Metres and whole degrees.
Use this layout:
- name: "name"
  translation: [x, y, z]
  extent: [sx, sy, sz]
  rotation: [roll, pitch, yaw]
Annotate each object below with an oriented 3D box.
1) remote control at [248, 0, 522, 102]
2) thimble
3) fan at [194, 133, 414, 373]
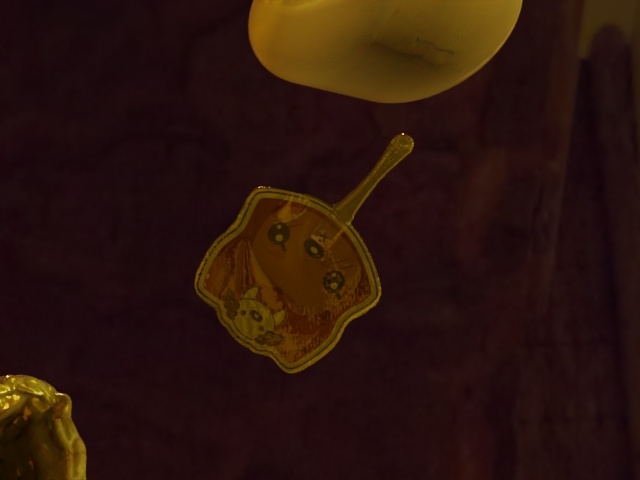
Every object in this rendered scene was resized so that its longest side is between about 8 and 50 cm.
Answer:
- name: "remote control"
  translation: [0.071, -0.230, 1.503]
  extent: [0.332, 0.221, 0.103]
  rotation: [9, -132, -46]
- name: "thimble"
  translation: [-0.257, 0.187, 1.087]
  extent: [0.137, 0.143, 0.190]
  rotation: [39, -139, -14]
- name: "fan"
  translation: [0.000, 0.000, 1.154]
  extent: [0.132, 0.220, 0.009]
  rotation: [40, -162, 0]
